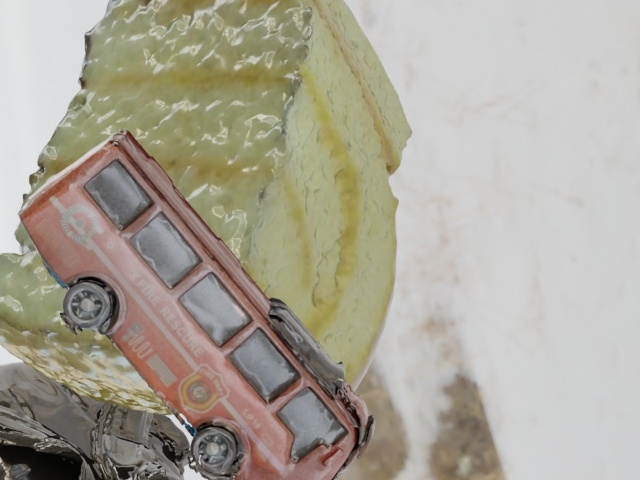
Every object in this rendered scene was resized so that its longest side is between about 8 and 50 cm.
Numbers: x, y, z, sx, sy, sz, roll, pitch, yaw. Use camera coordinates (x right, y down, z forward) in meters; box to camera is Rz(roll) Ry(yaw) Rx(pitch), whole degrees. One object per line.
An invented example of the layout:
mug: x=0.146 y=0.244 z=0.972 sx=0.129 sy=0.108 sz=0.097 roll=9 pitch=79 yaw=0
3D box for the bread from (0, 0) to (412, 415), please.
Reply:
bread: x=-0.064 y=-0.034 z=1.339 sx=0.239 sy=0.264 sz=0.395 roll=2 pitch=64 yaw=34

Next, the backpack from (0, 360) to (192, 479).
backpack: x=-0.273 y=0.307 z=1.839 sx=0.446 sy=0.363 sz=0.255 roll=47 pitch=127 yaw=32

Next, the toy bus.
toy bus: x=-0.068 y=0.052 z=0.908 sx=0.235 sy=0.096 sz=0.073 roll=49 pitch=-174 yaw=-8
